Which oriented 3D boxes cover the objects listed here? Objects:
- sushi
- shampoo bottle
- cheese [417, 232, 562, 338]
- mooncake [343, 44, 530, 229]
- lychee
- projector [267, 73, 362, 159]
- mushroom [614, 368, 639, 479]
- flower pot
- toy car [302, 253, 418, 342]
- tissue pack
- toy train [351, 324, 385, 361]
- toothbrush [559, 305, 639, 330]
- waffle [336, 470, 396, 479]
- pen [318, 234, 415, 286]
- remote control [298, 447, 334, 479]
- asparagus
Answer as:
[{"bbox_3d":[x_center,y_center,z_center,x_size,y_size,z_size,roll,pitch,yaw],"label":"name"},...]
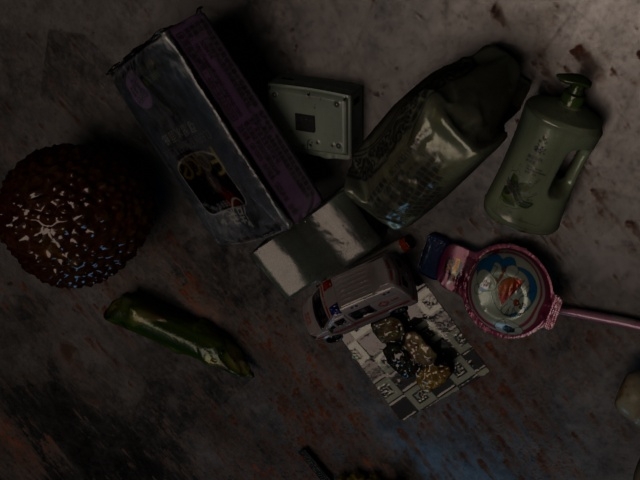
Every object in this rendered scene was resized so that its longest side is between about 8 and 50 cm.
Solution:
[{"bbox_3d":[0.148,0.197,1.557,0.192,0.050,0.215,-34,97,23],"label":"sushi"},{"bbox_3d":[0.321,-0.126,1.282,0.118,0.087,0.234,15,125,-3],"label":"shampoo bottle"},{"bbox_3d":[0.262,0.066,1.435,0.244,0.062,0.155,27,111,27],"label":"cheese"},{"bbox_3d":[0.154,-0.145,1.265,0.136,0.250,0.254,43,130,-2],"label":"mooncake"},{"bbox_3d":[-0.444,-0.044,1.643,0.304,0.275,0.275,-18,107,16],"label":"lychee"},{"bbox_3d":[-0.010,-0.195,1.449,0.147,0.061,0.115,13,123,24],"label":"projector"},{"bbox_3d":[0.531,0.291,1.337,0.244,0.243,0.243,13,122,22],"label":"mushroom"},{"bbox_3d":[0.000,0.000,1.526,0.229,0.103,0.108,-31,99,36],"label":"flower pot"},{"bbox_3d":[0.052,0.096,1.512,0.210,0.108,0.089,-25,67,20],"label":"toy car"},{"bbox_3d":[-0.171,-0.170,1.474,0.259,0.122,0.361,-8,116,58],"label":"tissue pack"},{"bbox_3d":[0.062,0.151,1.618,0.071,0.038,0.148,-27,101,34],"label":"toy train"},{"bbox_3d":[0.388,0.110,1.424,0.287,0.020,0.025,10,114,24],"label":"toothbrush"},{"bbox_3d":[0.123,0.566,1.807,0.253,0.056,0.249,8,120,23],"label":"waffle"},{"bbox_3d":[0.072,0.042,1.559,0.218,0.026,0.026,-28,100,38],"label":"pen"},{"bbox_3d":[-0.008,0.455,1.841,0.091,0.016,0.034,51,144,-4],"label":"remote control"},{"bbox_3d":[-0.281,0.183,1.801,0.343,0.082,0.085,22,121,15],"label":"asparagus"}]
